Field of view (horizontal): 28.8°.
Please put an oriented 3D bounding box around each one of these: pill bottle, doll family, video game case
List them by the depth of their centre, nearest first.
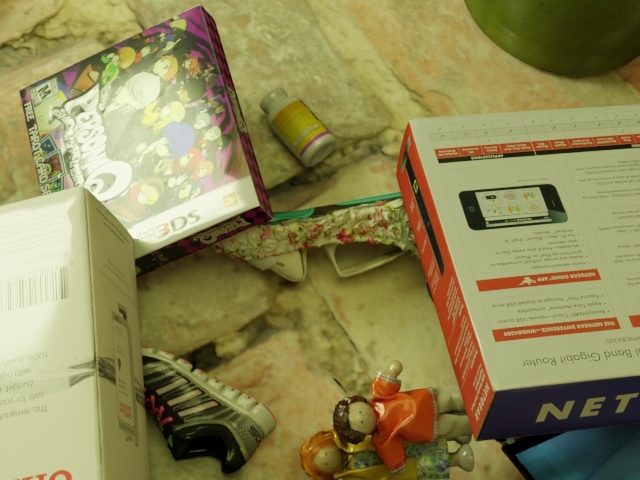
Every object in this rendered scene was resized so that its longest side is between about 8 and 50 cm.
[{"bbox_3d":[0.060,0.238,1.080,0.163,0.118,0.263,-4,81,-16],"label":"doll family"},{"bbox_3d":[-0.172,-0.085,1.189,0.210,0.042,0.232,-22,65,12],"label":"video game case"},{"bbox_3d":[-0.025,-0.117,1.272,0.043,0.043,0.083,-35,72,-22],"label":"pill bottle"}]

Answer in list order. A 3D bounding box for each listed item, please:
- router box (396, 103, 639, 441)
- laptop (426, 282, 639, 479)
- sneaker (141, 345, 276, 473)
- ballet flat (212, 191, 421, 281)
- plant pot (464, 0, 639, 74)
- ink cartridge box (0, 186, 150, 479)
[{"bbox_3d":[0.263,0.013,1.109,0.335,0.082,0.301,-4,52,-10],"label":"router box"},{"bbox_3d":[0.262,0.103,1.126,0.234,0.136,0.264,-22,81,-10],"label":"laptop"},{"bbox_3d":[-0.127,0.154,1.108,0.170,0.063,0.075,25,56,0],"label":"sneaker"},{"bbox_3d":[0.000,0.000,1.199,0.241,0.091,0.077,-7,94,-6],"label":"ballet flat"},{"bbox_3d":[0.294,-0.361,1.265,0.366,0.353,0.366,3,63,-5],"label":"plant pot"},{"bbox_3d":[-0.262,0.121,1.045,0.207,0.117,0.283,-13,64,10],"label":"ink cartridge box"}]
